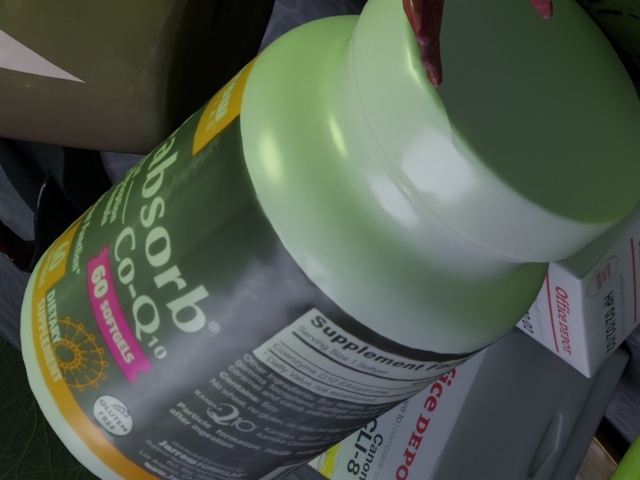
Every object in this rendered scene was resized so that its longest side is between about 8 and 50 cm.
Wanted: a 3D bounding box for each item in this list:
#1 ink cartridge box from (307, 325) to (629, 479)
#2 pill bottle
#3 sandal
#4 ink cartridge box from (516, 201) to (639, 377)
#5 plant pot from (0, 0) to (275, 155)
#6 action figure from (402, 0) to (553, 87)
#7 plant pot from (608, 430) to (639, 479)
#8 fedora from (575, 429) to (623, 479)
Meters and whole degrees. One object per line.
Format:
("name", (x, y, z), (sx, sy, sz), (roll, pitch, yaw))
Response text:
("ink cartridge box", (0.057, 0.079, 1.002), (0.127, 0.128, 0.176), (15, -170, -46))
("pill bottle", (0.000, 0.000, 0.771), (0.162, 0.162, 0.278), (46, 131, -6))
("sandal", (-0.276, -0.058, 1.611), (0.167, 0.107, 0.445), (40, 164, 17))
("ink cartridge box", (0.108, -0.003, 0.860), (0.181, 0.061, 0.104), (36, 163, 28))
("plant pot", (-0.145, -0.148, 0.862), (0.229, 0.263, 0.263), (21, 159, 12))
("action figure", (0.002, -0.206, 0.473), (0.276, 0.248, 0.370), (-7, 131, 36))
("plant pot", (0.197, 0.126, 0.606), (0.276, 0.254, 0.276), (41, 165, 14))
("fedora", (0.128, 0.150, 1.174), (0.194, 0.079, 0.194), (41, 165, 14))
